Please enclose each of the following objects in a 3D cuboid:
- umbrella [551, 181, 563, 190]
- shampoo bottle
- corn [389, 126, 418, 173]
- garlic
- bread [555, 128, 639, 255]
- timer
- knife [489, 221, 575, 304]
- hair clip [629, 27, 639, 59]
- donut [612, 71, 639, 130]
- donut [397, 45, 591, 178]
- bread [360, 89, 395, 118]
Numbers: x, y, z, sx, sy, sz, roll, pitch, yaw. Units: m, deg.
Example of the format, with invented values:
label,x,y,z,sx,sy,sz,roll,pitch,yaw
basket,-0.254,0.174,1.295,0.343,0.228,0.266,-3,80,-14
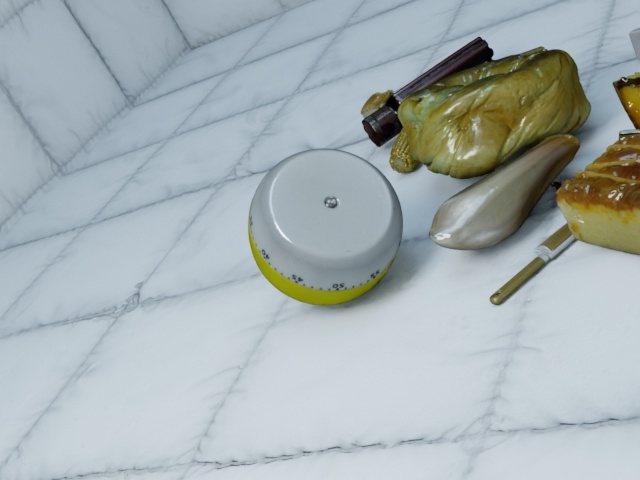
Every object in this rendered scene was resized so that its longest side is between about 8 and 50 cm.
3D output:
label,x,y,z,sx,sy,sz,roll,pitch,yaw
umbrella,0.404,-0.082,1.618,0.031,0.020,0.083,-28,19,3
shampoo bottle,0.240,-0.324,2.165,0.323,0.084,0.129,-35,-19,-9
corn,0.196,-0.210,2.045,0.068,0.068,0.207,-13,31,34
garlic,0.301,-0.075,1.604,0.318,0.112,0.143,-43,5,-16
bread,0.492,-0.066,1.373,0.184,0.114,0.274,-39,27,-18
timer,0.000,0.000,1.688,0.285,0.285,0.285,-25,24,12
knife,0.346,0.013,1.492,0.256,0.022,0.046,-38,21,-17
hair clip,0.722,-0.395,1.783,0.101,0.085,0.330,-38,24,-23
donut,0.593,-0.204,1.496,0.259,0.152,0.101,-5,19,35
donut,0.315,-0.236,1.800,0.360,0.170,0.360,-19,14,5
bread,0.149,-0.300,2.273,0.083,0.077,0.070,1,50,49
